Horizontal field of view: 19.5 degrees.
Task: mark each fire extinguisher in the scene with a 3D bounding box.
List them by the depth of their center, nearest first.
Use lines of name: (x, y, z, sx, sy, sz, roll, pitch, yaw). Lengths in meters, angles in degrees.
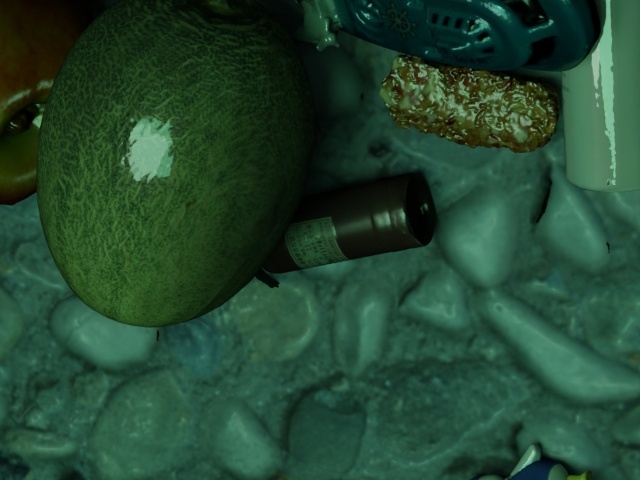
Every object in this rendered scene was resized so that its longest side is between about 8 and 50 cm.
fire extinguisher: (0.000, 0.000, 1.801, 0.231, 0.071, 0.099, -13, 132, 28)

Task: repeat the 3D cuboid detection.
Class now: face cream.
face cream: (0.247, -0.200, 1.598, 0.092, 0.092, 0.311, 2, 112, 22)

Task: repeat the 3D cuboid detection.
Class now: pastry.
pastry: (0.140, -0.127, 1.693, 0.169, 0.063, 0.087, 17, 119, 20)

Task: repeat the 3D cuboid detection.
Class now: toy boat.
toy boat: (0.094, -0.191, 1.594, 0.299, 0.092, 0.134, 17, 146, 42)

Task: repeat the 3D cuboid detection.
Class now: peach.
peach: (-0.347, -0.181, 1.791, 0.275, 0.248, 0.245, 35, 87, 24)

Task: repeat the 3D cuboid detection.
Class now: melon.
melon: (-0.133, -0.074, 1.688, 0.249, 0.248, 0.329, 23, 116, 14)

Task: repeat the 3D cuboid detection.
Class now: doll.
doll: (0.195, 0.248, 1.818, 0.143, 0.058, 0.098, -8, 85, 26)
